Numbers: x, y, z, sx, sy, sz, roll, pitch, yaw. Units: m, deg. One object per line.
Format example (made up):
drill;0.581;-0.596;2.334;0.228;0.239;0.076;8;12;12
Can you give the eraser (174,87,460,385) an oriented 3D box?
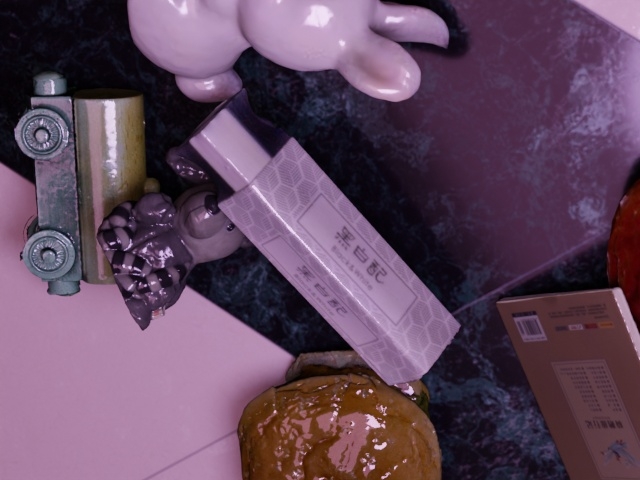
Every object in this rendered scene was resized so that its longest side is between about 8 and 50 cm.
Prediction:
eraser;0.000;0.000;1.670;0.404;0.098;0.096;47;149;-12

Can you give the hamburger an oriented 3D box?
hamburger;0.023;0.292;1.794;0.265;0.134;0.285;-5;106;20

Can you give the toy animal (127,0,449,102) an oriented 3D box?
toy animal;-0.040;-0.262;1.629;0.368;0.196;0.241;9;130;18

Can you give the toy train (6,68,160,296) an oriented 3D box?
toy train;-0.312;-0.077;1.816;0.189;0.126;0.307;-5;106;-15

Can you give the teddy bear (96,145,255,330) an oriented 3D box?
teddy bear;-0.178;-0.027;1.732;0.251;0.144;0.171;-40;80;-6

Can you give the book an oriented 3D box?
book;0.343;0.204;1.664;0.217;0.021;0.310;-11;105;58

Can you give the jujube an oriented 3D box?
jujube;0.421;0.031;1.588;0.190;0.190;0.255;23;128;10
